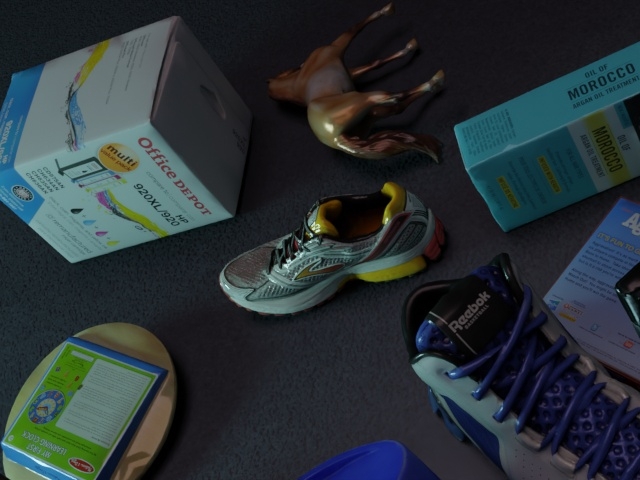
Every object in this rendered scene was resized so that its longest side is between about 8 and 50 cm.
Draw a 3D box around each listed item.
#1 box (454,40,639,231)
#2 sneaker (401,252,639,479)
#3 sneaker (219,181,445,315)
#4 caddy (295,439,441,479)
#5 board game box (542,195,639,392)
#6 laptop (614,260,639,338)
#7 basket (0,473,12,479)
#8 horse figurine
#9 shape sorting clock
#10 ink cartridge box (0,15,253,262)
[{"bbox_3d":[0.250,-0.101,0.978,0.244,0.100,0.060,-24,46,16],"label":"box"},{"bbox_3d":[0.154,0.117,0.797,0.127,0.182,0.315,-48,43,-8],"label":"sneaker"},{"bbox_3d":[0.000,0.000,1.067,0.225,0.093,0.088,-21,45,19],"label":"sneaker"},{"bbox_3d":[0.010,0.302,0.748,0.341,0.179,0.241,-37,19,2],"label":"caddy"},{"bbox_3d":[0.305,0.068,0.850,0.145,0.027,0.281,-51,44,-11],"label":"board game box"},{"bbox_3d":[0.306,0.146,0.521,0.408,0.382,0.236,-41,43,-3],"label":"laptop"},{"bbox_3d":[-0.346,0.297,0.898,0.204,0.154,0.227,18,50,15],"label":"basket"},{"bbox_3d":[0.037,-0.159,1.198,0.174,0.066,0.263,-28,41,3],"label":"horse figurine"},{"bbox_3d":[-0.230,0.176,1.110,0.206,0.040,0.206,-15,49,19],"label":"shape sorting clock"},{"bbox_3d":[-0.222,-0.109,1.252,0.232,0.171,0.168,-15,48,24],"label":"ink cartridge box"}]
